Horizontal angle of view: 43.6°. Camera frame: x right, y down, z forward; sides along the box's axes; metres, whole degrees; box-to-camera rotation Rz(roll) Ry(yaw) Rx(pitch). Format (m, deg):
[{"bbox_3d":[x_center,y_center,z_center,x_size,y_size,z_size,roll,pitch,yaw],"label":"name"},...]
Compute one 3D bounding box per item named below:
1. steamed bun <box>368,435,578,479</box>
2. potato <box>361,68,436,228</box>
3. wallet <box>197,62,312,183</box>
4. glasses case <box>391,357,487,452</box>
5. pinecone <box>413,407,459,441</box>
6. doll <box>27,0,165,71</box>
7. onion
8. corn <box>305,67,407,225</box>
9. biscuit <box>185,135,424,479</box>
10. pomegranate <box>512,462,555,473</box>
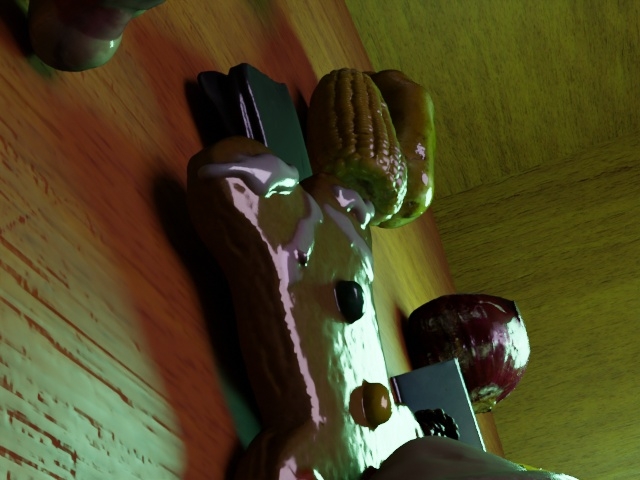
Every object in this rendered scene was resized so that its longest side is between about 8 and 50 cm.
[{"bbox_3d":[0.120,0.271,0.415,0.324,0.219,0.310,1,80,-62],"label":"steamed bun"},{"bbox_3d":[0.113,-0.147,1.298,0.176,0.195,0.369,49,20,-30],"label":"potato"},{"bbox_3d":[-0.017,0.024,0.741,0.197,0.051,0.378,-21,95,-79],"label":"wallet"},{"bbox_3d":[0.186,0.311,1.147,0.056,0.105,0.266,107,-33,-77],"label":"glasses case"},{"bbox_3d":[0.141,0.262,1.053,0.083,0.077,0.077,-31,103,-61],"label":"pinecone"},{"bbox_3d":[-0.117,-0.232,0.447,0.196,0.152,0.256,108,-6,-52],"label":"doll"},{"bbox_3d":[0.274,0.191,1.448,0.207,0.206,0.216,52,21,-58],"label":"onion"},{"bbox_3d":[0.043,-0.135,1.087,0.344,0.131,0.131,-91,158,-59],"label":"corn"},{"bbox_3d":[0.027,0.143,0.592,0.283,0.064,0.432,13,64,-64],"label":"biscuit"},{"bbox_3d":[0.315,0.443,1.232,0.210,0.210,0.235,-97,172,-45],"label":"pomegranate"}]
